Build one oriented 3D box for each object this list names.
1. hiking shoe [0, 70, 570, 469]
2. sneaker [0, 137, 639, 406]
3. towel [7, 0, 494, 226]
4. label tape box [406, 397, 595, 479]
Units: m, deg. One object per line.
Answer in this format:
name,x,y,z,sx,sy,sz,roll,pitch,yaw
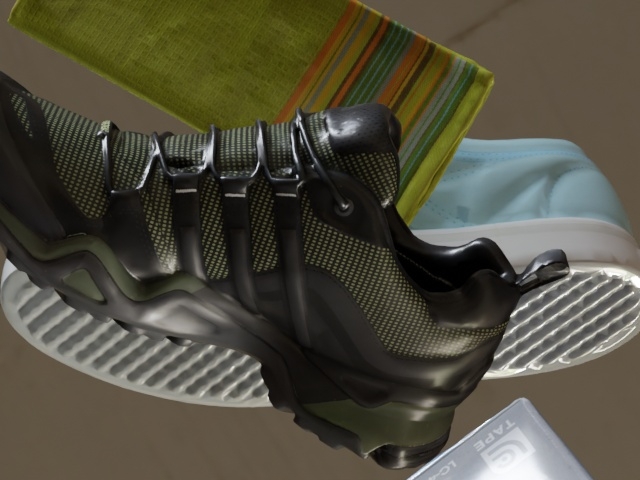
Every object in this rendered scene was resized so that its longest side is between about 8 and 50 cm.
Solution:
hiking shoe,-0.026,-0.016,0.688,0.227,0.086,0.114,30,-72,-17
sneaker,0.000,0.000,1.102,0.150,0.366,0.135,-101,-162,-44
towel,-0.036,-0.098,0.981,0.237,0.102,0.021,29,-10,8
label tape box,0.168,0.260,0.827,0.249,0.115,0.347,54,3,-33
